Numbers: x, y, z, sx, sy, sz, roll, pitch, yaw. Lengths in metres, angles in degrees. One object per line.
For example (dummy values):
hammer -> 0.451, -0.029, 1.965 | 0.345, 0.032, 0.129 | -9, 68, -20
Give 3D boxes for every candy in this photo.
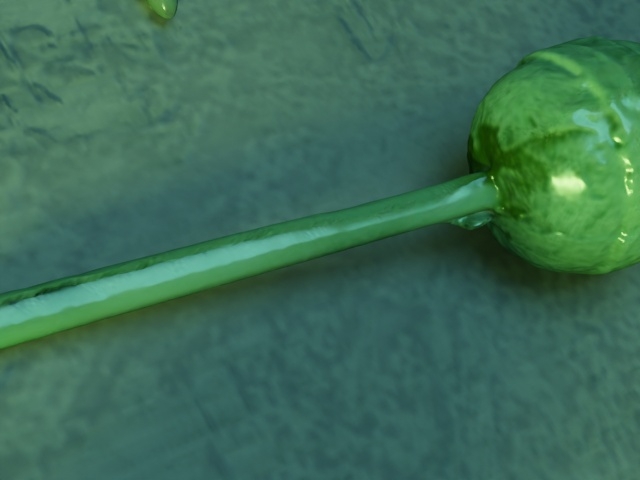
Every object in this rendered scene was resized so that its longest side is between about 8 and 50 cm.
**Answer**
candy -> 0.000, 0.000, 0.673 | 0.440, 0.119, 0.119 | -17, 67, -22

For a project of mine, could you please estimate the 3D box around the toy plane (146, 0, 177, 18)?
toy plane -> -0.092, -0.153, 0.758 | 0.080, 0.033, 0.083 | -16, 67, -18
